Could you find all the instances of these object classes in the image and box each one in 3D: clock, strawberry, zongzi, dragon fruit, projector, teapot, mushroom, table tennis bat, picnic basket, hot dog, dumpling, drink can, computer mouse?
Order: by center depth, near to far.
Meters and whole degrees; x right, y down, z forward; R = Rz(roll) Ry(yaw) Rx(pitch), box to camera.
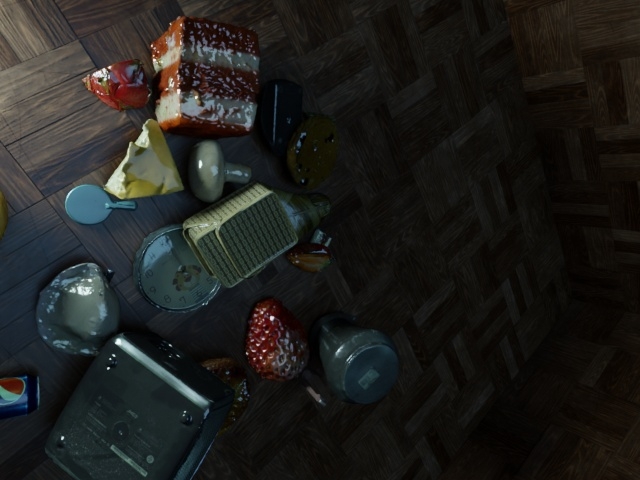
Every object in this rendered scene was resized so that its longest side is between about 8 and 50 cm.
[{"bbox_3d":[-0.902,0.442,1.232,0.205,0.118,0.118,1,97,-36],"label":"drink can"},{"bbox_3d":[-0.596,-0.452,1.305,0.161,0.127,0.120,-24,102,-31],"label":"dragon fruit"},{"bbox_3d":[-0.525,0.537,1.305,0.405,0.395,0.242,-59,167,-3],"label":"projector"},{"bbox_3d":[-0.707,0.207,1.328,0.205,0.163,0.293,-5,105,0],"label":"dumpling"},{"bbox_3d":[-0.669,-0.108,1.360,0.201,0.033,0.124,-2,100,-32],"label":"table tennis bat"},{"bbox_3d":[-0.260,-0.017,1.452,0.313,0.175,0.228,-33,124,-16],"label":"picnic basket"},{"bbox_3d":[-0.345,-0.217,1.460,0.209,0.206,0.206,28,80,-8],"label":"mushroom"},{"bbox_3d":[-0.472,0.097,1.511,0.313,0.061,0.312,-7,102,-34],"label":"clock"},{"bbox_3d":[-0.419,0.555,1.548,0.388,0.174,0.267,-4,91,-34],"label":"hot dog"},{"bbox_3d":[-0.150,-0.448,1.615,0.170,0.100,0.269,-18,118,-54],"label":"computer mouse"},{"bbox_3d":[-0.105,-0.159,1.685,0.286,0.134,0.288,-39,116,-29],"label":"zongzi"},{"bbox_3d":[-0.158,0.392,1.722,0.265,0.149,0.336,-23,109,-28],"label":"strawberry"},{"bbox_3d":[0.002,-0.489,1.750,0.109,0.055,0.119,-42,118,-21],"label":"zongzi"},{"bbox_3d":[0.092,0.481,1.783,0.376,0.362,0.305,-44,116,-9],"label":"teapot"},{"bbox_3d":[-0.034,0.062,1.791,0.192,0.085,0.140,-11,137,1],"label":"strawberry"}]

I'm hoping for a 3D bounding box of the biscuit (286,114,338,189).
[{"bbox_3d":[-0.030,-0.339,1.696,0.296,0.075,0.296,-39,143,-36],"label":"biscuit"}]

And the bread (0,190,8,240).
[{"bbox_3d":[-0.945,-0.025,1.074,0.270,0.211,0.315,34,80,-35],"label":"bread"}]

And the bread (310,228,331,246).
[{"bbox_3d":[0.000,0.000,1.839,0.083,0.035,0.070,39,77,-35],"label":"bread"}]

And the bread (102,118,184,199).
[{"bbox_3d":[-0.560,-0.232,1.330,0.211,0.184,0.224,-20,106,-25],"label":"bread"}]

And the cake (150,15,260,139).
[{"bbox_3d":[-0.356,-0.486,1.371,0.270,0.269,0.319,-3,98,-35],"label":"cake"}]
